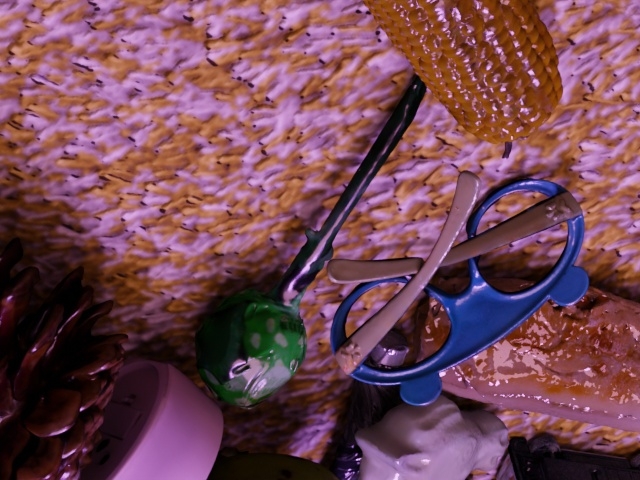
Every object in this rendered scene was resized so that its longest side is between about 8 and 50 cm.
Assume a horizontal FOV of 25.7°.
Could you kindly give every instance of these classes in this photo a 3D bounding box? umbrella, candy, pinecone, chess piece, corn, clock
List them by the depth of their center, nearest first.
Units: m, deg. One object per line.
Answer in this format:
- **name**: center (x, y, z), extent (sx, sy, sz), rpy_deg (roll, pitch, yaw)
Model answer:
- **corn**: center (0.083, -0.184, 1.010), extent (0.101, 0.101, 0.310), rpy_deg (-33, 121, 12)
- **pinecone**: center (-0.287, 0.082, 1.059), extent (0.246, 0.246, 0.292), rpy_deg (-39, 106, 16)
- **candy**: center (0.001, 0.000, 1.141), extent (0.097, 0.097, 0.323), rpy_deg (26, 108, -25)
- **clock**: center (-0.172, 0.188, 1.149), extent (0.197, 0.197, 0.068), rpy_deg (-39, 112, 16)
- **umbrella**: center (0.045, 0.166, 1.269), extent (0.046, 0.050, 0.188), rpy_deg (-5, 127, -33)
- **chess piece**: center (0.094, 0.263, 1.284), extent (0.176, 0.175, 0.298), rpy_deg (-1, 118, -10)

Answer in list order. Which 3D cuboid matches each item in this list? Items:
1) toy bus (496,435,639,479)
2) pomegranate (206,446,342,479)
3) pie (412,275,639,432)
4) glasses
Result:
- **toy bus**: center (0.262, 0.253, 1.349), extent (0.194, 0.087, 0.089), rpy_deg (10, 128, -17)
- **pomegranate**: center (-0.049, 0.293, 1.148), extent (0.211, 0.263, 0.211), rpy_deg (-14, 153, -7)
- **pie**: center (0.219, 0.098, 1.236), extent (0.283, 0.068, 0.128), rpy_deg (11, 101, -9)
- **glasses**: center (0.094, 0.008, 1.114), extent (0.239, 0.102, 0.207), rpy_deg (-33, 138, 2)
